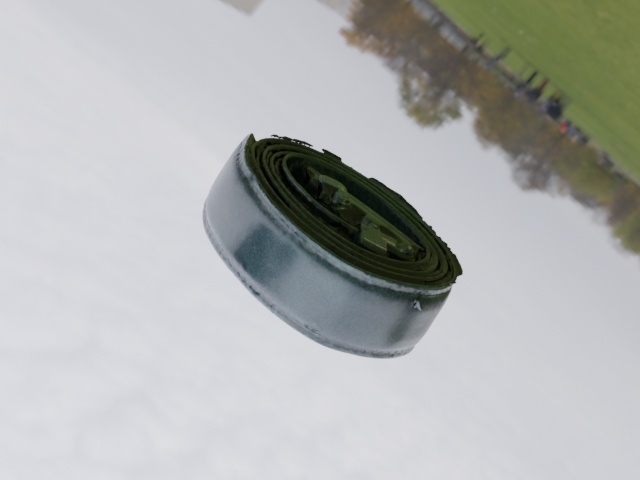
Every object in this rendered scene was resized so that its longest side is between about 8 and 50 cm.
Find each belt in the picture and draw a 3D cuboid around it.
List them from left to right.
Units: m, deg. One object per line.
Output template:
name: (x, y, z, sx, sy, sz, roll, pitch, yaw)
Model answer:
belt: (0.000, 0.000, 1.034, 0.267, 0.116, 0.206, 43, -154, 27)
